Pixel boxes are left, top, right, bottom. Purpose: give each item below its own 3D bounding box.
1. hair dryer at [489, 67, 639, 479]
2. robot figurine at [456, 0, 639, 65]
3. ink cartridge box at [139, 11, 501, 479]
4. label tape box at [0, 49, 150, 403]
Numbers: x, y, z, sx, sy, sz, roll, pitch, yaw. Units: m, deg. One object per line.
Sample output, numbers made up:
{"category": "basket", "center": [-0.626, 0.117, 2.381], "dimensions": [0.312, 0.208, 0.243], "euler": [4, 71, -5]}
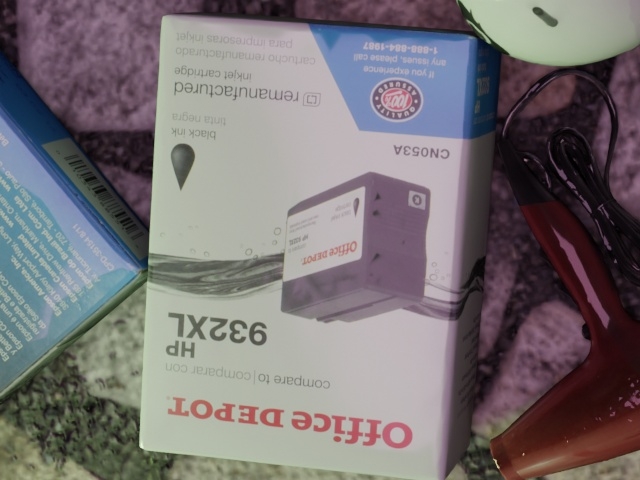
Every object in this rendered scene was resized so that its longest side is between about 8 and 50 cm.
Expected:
{"category": "hair dryer", "center": [0.204, 0.045, 1.409], "dimensions": [0.223, 0.080, 0.294], "euler": [24, 94, 21]}
{"category": "robot figurine", "center": [0.151, -0.250, 1.297], "dimensions": [0.209, 0.173, 0.278], "euler": [-10, 70, 0]}
{"category": "ink cartridge box", "center": [0.000, 0.000, 1.387], "dimensions": [0.223, 0.129, 0.307], "euler": [5, 98, 11]}
{"category": "label tape box", "center": [-0.316, 0.030, 1.454], "dimensions": [0.333, 0.106, 0.241], "euler": [-39, 90, 11]}
